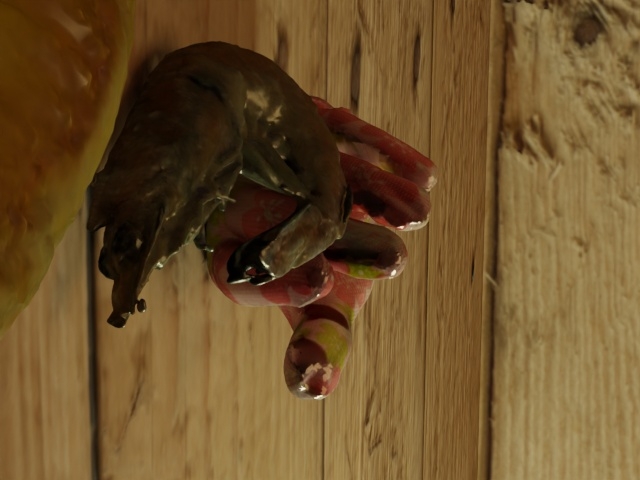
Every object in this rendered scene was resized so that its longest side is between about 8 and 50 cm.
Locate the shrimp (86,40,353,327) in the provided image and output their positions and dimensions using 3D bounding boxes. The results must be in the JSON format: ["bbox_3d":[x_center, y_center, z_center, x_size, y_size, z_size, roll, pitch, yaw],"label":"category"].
[{"bbox_3d":[-0.045,-0.021,0.837,0.047,0.126,0.223,-46,-166,37],"label":"shrimp"}]

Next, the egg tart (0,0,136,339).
[{"bbox_3d":[-0.133,-0.106,0.335,0.319,0.128,0.319,0,90,-78],"label":"egg tart"}]

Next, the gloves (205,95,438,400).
[{"bbox_3d":[-0.010,-0.006,0.987,0.145,0.126,0.241,-60,176,9],"label":"gloves"}]
